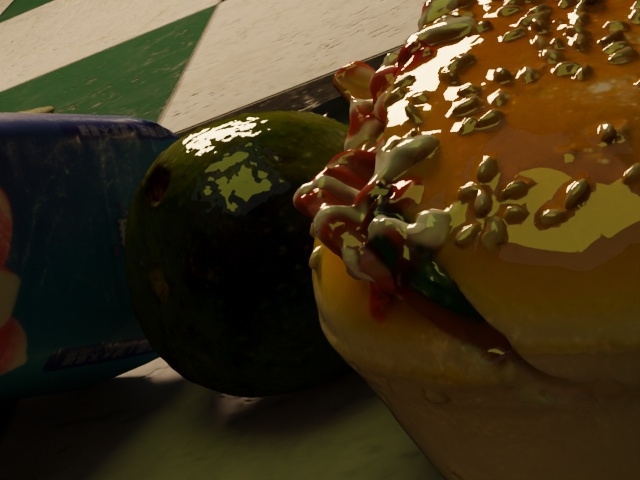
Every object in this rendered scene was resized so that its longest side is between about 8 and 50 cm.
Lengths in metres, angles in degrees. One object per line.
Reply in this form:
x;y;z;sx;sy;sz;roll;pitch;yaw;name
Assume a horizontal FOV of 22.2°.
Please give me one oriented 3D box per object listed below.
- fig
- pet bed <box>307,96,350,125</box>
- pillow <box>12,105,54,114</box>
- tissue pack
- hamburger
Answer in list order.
0.000;0.000;0.709;0.156;0.123;0.123;-14;13;-30;fig
0.035;-0.041;0.844;0.201;0.053;0.201;-21;22;9;pet bed
-0.326;-0.054;1.293;0.230;0.050;0.148;-7;21;39;pillow
-0.211;0.016;0.731;0.209;0.137;0.270;-3;2;35;tissue pack
0.116;-0.032;0.592;0.227;0.151;0.295;-8;24;25;hamburger
